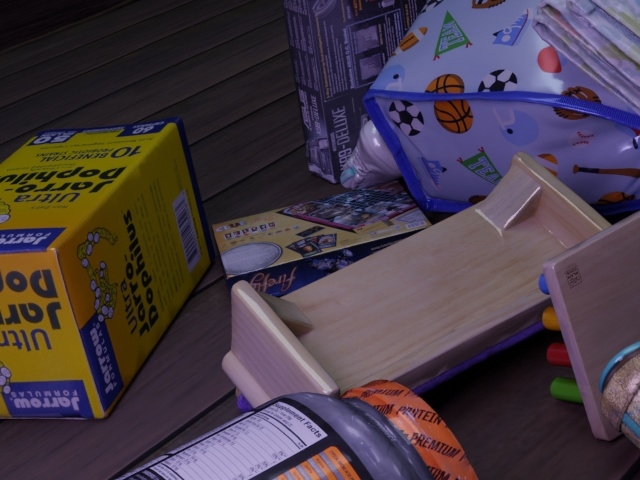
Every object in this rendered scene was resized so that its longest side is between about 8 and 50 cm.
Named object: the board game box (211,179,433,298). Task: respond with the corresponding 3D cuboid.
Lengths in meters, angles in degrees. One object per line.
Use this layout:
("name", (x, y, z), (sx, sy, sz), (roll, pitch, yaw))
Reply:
("board game box", (0.000, 0.000, 1.415), (0.243, 0.042, 0.165), (-14, 24, -5))

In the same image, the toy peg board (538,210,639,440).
("toy peg board", (0.255, 0.064, 1.035), (0.161, 0.160, 0.079), (-25, 12, -29))

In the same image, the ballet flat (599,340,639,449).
("ballet flat", (0.389, 0.093, 0.974), (0.348, 0.123, 0.123), (-21, 26, -22))

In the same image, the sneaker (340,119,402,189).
("sneaker", (0.064, -0.098, 1.522), (0.094, 0.080, 0.212), (-26, -9, 7))

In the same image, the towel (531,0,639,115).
("towel", (0.444, -0.234, 1.210), (0.374, 0.090, 0.320), (-37, 68, -21))

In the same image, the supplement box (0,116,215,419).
("supplement box", (-0.276, 0.021, 1.304), (0.194, 0.195, 0.356), (-4, 25, 16))

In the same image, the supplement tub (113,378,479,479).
("supplement tub", (-0.056, 0.222, 0.761), (0.316, 0.193, 0.193), (-23, 26, -26))

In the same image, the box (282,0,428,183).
("box", (0.080, -0.260, 1.633), (0.242, 0.307, 0.076), (-23, 31, -24))

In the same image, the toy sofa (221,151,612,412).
("toy sofa", (0.097, 0.078, 1.110), (0.362, 0.177, 0.150), (-24, 51, -27))

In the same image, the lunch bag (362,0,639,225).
("lunch bag", (0.305, -0.193, 1.379), (0.385, 0.239, 0.328), (2, 50, 38))
